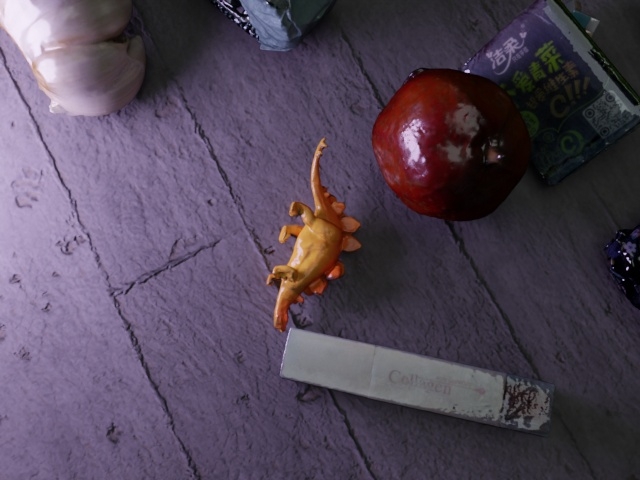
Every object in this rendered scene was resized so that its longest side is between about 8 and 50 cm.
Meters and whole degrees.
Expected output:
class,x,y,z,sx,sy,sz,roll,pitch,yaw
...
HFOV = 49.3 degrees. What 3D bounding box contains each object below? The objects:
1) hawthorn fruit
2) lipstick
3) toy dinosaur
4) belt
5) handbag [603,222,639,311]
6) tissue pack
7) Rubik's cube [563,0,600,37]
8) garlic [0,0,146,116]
class,x,y,z,sx,sy,sz,roll,pitch,yaw
hawthorn fruit,0.188,-0.127,0.953,0.215,0.249,0.216,-4,101,-22
lipstick,0.131,0.197,0.977,0.371,0.080,0.076,12,80,1
toy dinosaur,0.000,0.000,1.022,0.117,0.070,0.289,19,84,-7
belt,-0.093,-0.399,1.027,0.257,0.207,0.150,40,84,15
handbag,0.534,0.038,0.986,0.207,0.127,0.229,-41,90,-8
tissue pack,0.343,-0.219,1.029,0.173,0.073,0.236,-40,81,25
Rubik's cube,0.380,-0.327,1.080,0.073,0.084,0.075,22,99,1
garlic,-0.363,-0.342,1.029,0.203,0.185,0.281,-32,79,-26
